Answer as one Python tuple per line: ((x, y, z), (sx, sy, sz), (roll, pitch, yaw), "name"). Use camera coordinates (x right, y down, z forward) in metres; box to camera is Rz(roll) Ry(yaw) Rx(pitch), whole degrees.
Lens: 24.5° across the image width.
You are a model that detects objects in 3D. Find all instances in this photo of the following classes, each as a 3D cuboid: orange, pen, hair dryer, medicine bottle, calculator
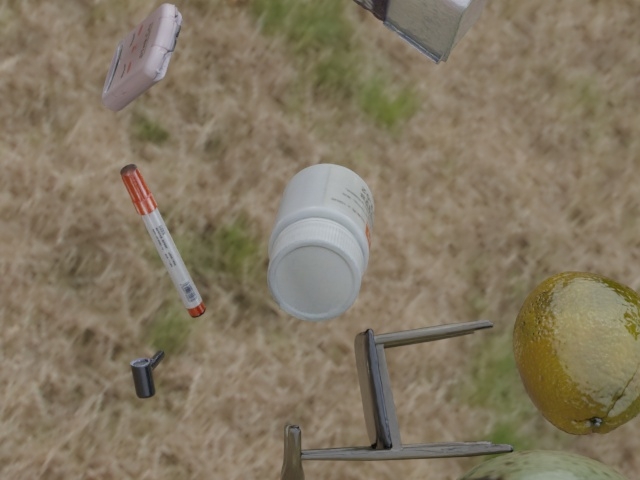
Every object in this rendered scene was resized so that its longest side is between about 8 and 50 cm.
((0.150, 0.065, 0.833), (0.085, 0.085, 0.095), (15, 45, -24), "orange")
((-0.205, 0.003, 1.930), (0.028, 0.028, 0.239), (-60, 137, -45), "pen")
((-0.215, 0.161, 1.860), (0.026, 0.047, 0.083), (-2, 20, 13), "hair dryer")
((0.000, 0.000, 2.043), (0.144, 0.144, 0.252), (33, 22, -8), "medicine bottle")
((-0.213, -0.215, 1.752), (0.032, 0.175, 0.100), (24, 66, -24), "calculator")

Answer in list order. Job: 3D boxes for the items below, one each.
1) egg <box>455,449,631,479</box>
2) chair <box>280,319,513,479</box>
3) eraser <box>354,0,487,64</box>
((0.261, 0.434, 1.711), (0.345, 0.345, 0.428), (33, 22, -8), "egg")
((0.074, 0.189, 1.766), (0.272, 0.188, 0.166), (-9, 85, -4), "chair")
((0.022, -0.283, 1.277), (0.287, 0.130, 0.086), (37, 73, 6), "eraser")
